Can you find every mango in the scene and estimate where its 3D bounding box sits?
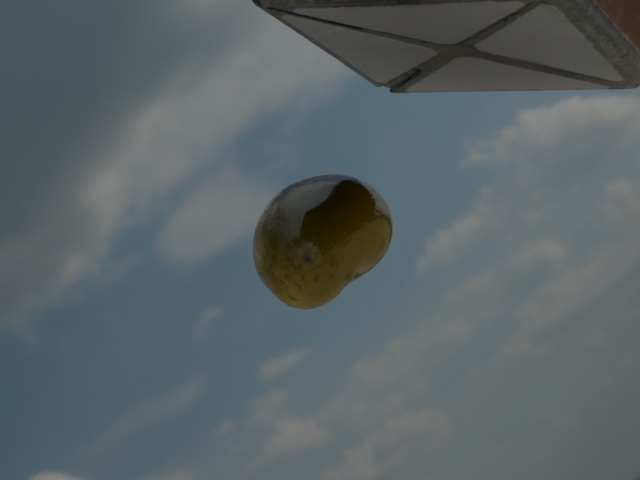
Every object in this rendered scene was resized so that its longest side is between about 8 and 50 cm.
[{"bbox_3d":[0.000,0.000,1.171,0.161,0.103,0.076,-62,-23,-58],"label":"mango"}]

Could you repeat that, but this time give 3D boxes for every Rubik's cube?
[{"bbox_3d":[0.116,-0.266,1.184,0.260,0.259,0.255,-2,-14,28],"label":"Rubik's cube"}]
